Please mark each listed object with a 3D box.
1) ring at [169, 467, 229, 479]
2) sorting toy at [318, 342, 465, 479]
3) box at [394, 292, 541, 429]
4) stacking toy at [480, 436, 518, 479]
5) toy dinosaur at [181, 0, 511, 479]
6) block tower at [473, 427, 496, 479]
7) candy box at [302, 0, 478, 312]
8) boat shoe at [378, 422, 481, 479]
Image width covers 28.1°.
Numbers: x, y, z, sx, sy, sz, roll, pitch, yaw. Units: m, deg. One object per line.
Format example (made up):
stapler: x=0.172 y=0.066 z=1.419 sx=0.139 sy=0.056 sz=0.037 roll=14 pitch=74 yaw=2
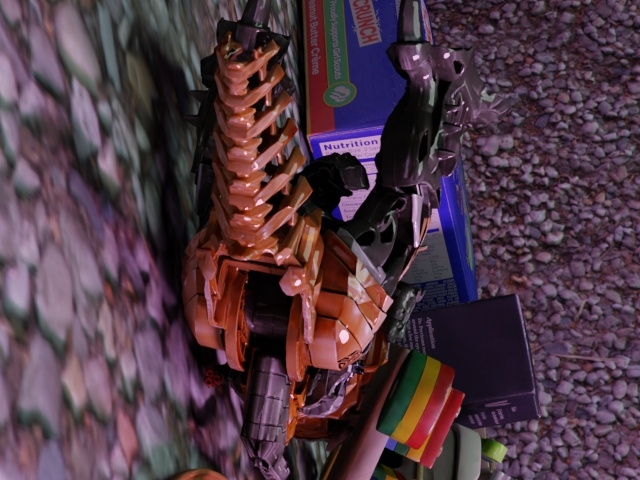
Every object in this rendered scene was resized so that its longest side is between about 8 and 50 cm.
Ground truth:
ring: x=-0.023 y=0.263 z=0.538 sx=0.336 sy=0.032 sz=0.337 roll=-10 pitch=90 yaw=-80
sorting toy: x=0.037 y=0.130 z=0.759 sx=0.274 sy=0.046 sz=0.132 roll=112 pitch=3 yaw=-87
box: x=0.115 y=0.121 z=1.170 sx=0.156 sy=0.158 sz=0.093 roll=56 pitch=25 yaw=-71
stacking toy: x=0.157 y=0.302 z=1.304 sx=0.167 sy=0.052 sz=0.221 roll=-61 pitch=158 yaw=-15
toy dinosaur: x=0.000 y=0.000 z=0.624 sx=0.322 sy=0.164 sz=0.218 roll=126 pitch=-20 yaw=-66
block tower: x=0.176 y=0.321 z=1.559 sx=0.335 sy=0.097 sz=0.091 roll=72 pitch=11 yaw=-50
candy box: x=0.072 y=-0.092 z=1.267 sx=0.317 sy=0.122 sz=0.268 roll=72 pitch=13 yaw=-46
boat shoe: x=0.058 y=0.212 z=0.925 sx=0.305 sy=0.091 sz=0.109 roll=-70 pitch=-175 yaw=-70
